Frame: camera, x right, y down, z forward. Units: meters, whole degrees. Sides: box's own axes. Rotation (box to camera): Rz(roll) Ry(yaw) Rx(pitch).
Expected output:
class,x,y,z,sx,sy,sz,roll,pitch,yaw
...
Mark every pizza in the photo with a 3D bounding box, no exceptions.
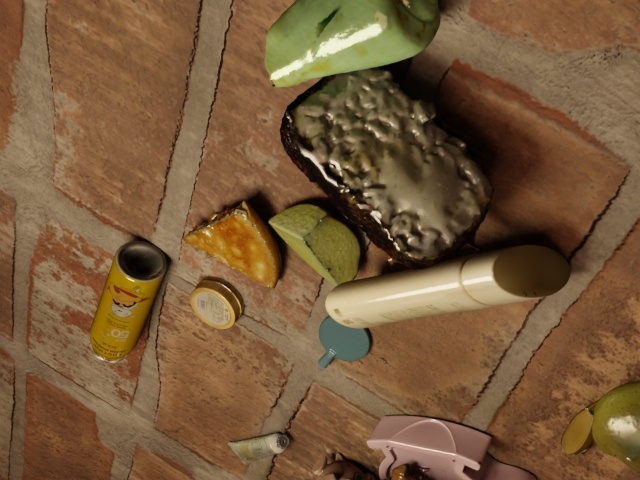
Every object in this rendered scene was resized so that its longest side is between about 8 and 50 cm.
class,x,y,z,sx,sy,sz,roll,pitch,yaw
pizza,-0.158,-0.009,1.626,0.193,0.053,0.201,14,142,21

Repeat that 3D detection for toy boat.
class,x,y,z,sx,sy,sz,roll,pitch,yaw
toy boat,0.437,0.313,1.511,0.047,0.049,0.149,52,146,32

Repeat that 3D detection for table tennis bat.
class,x,y,z,sx,sy,sz,roll,pitch,yaw
table tennis bat,0.036,0.191,1.689,0.100,0.019,0.155,36,134,3

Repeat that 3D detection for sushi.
class,x,y,z,sx,sy,sz,roll,pitch,yaw
sushi,0.104,-0.100,1.304,0.343,0.196,0.182,44,178,1

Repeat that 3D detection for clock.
class,x,y,z,sx,sy,sz,roll,pitch,yaw
clock,0.259,0.461,1.719,0.290,0.080,0.275,2,125,32

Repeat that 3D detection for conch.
class,x,y,z,sx,sy,sz,roll,pitch,yaw
conch,0.040,-0.299,1.211,0.250,0.137,0.143,-3,118,32

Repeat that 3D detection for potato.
class,x,y,z,sx,sy,sz,roll,pitch,yaw
potato,0.529,0.286,1.362,0.248,0.143,0.169,0,110,34
potato,0.000,0.000,1.543,0.120,0.081,0.149,31,163,51

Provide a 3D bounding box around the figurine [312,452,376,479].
class,x,y,z,sx,sy,sz,roll,pitch,yaw
figurine,0.047,0.507,1.864,0.138,0.125,0.125,43,136,-19

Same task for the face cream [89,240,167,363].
class,x,y,z,sx,sy,sz,roll,pitch,yaw
face cream,-0.404,0.145,1.870,0.105,0.105,0.349,35,135,4

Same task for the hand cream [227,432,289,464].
class,x,y,z,sx,sy,sz,roll,pitch,yaw
hand cream,-0.134,0.451,1.986,0.067,0.042,0.194,48,139,-11

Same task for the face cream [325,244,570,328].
class,x,y,z,sx,sy,sz,roll,pitch,yaw
face cream,0.189,0.073,1.405,0.348,0.173,0.081,-15,79,40

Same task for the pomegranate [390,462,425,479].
class,x,y,z,sx,sy,sz,roll,pitch,yaw
pomegranate,0.123,0.566,1.644,0.338,0.338,0.338,17,131,20

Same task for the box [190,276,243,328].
class,x,y,z,sx,sy,sz,roll,pitch,yaw
box,-0.201,0.122,1.771,0.105,0.037,0.105,18,132,21
